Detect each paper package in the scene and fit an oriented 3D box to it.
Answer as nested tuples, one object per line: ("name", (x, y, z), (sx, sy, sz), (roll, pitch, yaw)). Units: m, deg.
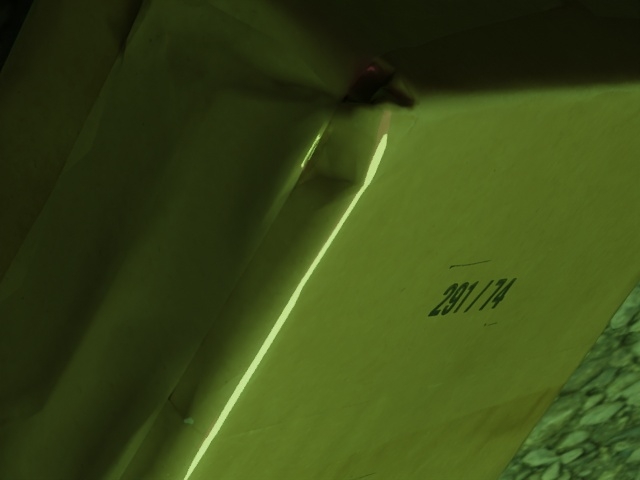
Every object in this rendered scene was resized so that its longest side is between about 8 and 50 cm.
("paper package", (0.000, 0.000, 0.797), (0.325, 0.168, 0.309), (-11, 139, -53))
